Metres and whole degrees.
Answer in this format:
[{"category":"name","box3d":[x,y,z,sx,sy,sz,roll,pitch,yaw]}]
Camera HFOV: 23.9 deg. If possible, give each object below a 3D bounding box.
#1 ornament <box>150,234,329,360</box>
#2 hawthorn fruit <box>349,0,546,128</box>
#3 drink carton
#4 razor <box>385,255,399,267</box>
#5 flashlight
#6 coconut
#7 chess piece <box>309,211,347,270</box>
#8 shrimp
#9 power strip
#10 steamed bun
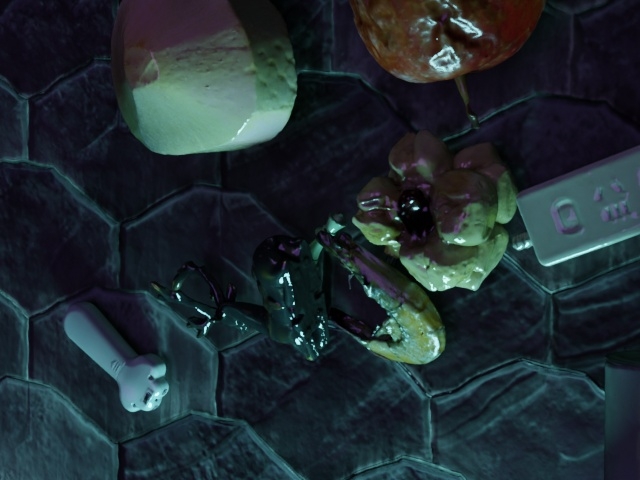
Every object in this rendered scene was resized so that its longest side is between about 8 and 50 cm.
[{"category":"ornament","box3d":[-0.116,0.059,1.976,0.236,0.080,0.202,12,136,28]},{"category":"hawthorn fruit","box3d":[0.146,-0.259,1.714,0.242,0.242,0.271,-2,107,31]},{"category":"drink carton","box3d":[0.394,0.226,1.683,0.185,0.191,0.189,7,96,32]},{"category":"razor","box3d":[0.112,-0.018,1.891,0.066,0.033,0.190,29,112,23]},{"category":"flashlight","box3d":[-0.294,0.162,2.161,0.200,0.047,0.093,42,116,21]},{"category":"coconut","box3d":[-0.153,-0.222,1.890,0.259,0.259,0.259,6,102,30]},{"category":"chess piece","box3d":[0.000,0.000,1.959,0.042,0.042,0.093,45,113,17]},{"category":"shrimp","box3d":[0.062,0.078,1.909,0.217,0.051,0.150,45,140,0]},{"category":"power strip","box3d":[0.358,-0.055,1.722,0.338,0.058,0.098,-22,87,32]},{"category":"steamed bun","box3d":[0.140,-0.040,1.802,0.177,0.106,0.192,36,109,19]}]
